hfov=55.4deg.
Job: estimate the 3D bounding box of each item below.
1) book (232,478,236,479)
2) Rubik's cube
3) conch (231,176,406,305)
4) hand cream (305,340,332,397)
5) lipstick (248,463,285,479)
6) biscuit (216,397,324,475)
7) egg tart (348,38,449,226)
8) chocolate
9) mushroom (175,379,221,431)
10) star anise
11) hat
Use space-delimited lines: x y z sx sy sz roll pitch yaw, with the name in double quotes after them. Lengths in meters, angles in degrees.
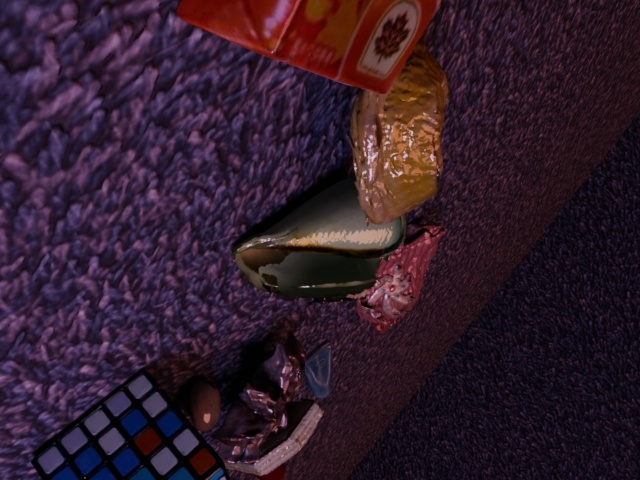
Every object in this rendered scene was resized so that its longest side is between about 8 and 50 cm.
-0.310 0.699 1.508 0.230 0.026 0.161 -22 146 -46 "book"
-0.247 0.327 0.844 0.182 0.184 0.187 -38 156 -24 "Rubik's cube"
0.015 0.012 0.856 0.250 0.137 0.144 -40 133 -28 "conch"
-0.001 0.312 1.437 0.083 0.048 0.224 -36 149 -21 "hand cream"
-0.142 0.554 1.512 0.080 0.080 0.241 -42 156 -14 "lipstick"
-0.098 0.371 1.157 0.150 0.052 0.252 -50 -167 -32 "biscuit"
0.109 -0.137 0.746 0.232 0.098 0.253 -1 99 -70 "egg tart"
0.028 -0.252 0.525 0.237 0.108 0.235 -3 128 -57 "chocolate"
-0.203 0.269 0.991 0.079 0.085 0.085 -1 148 0 "mushroom"
-0.096 0.285 1.069 0.236 0.108 0.223 -54 -179 7 "star anise"
0.159 0.103 1.302 0.236 0.107 0.287 -22 142 -29 "hat"
